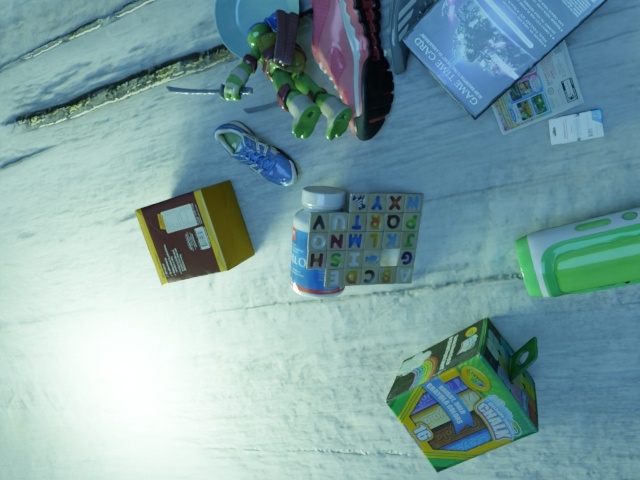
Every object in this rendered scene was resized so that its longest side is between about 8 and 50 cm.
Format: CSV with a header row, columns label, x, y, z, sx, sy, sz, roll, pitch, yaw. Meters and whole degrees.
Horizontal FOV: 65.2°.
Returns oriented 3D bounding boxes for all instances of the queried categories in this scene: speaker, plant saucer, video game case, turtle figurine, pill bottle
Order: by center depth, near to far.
label,x,y,z,sx,sy,sz,roll,pitch,yaw
video game case,0.297,-0.368,0.829,0.196,0.026,0.274,48,118,1
speaker,0.506,0.016,0.871,0.296,0.131,0.131,-16,99,24
video game case,0.366,-0.286,0.884,0.143,0.019,0.157,-20,108,25
turtle figurine,-0.088,-0.271,0.964,0.274,0.198,0.266,-43,64,4
plant saucer,-0.126,-0.469,1.030,0.195,0.037,0.195,6,106,20
pill bottle,0.000,0.000,1.066,0.124,0.124,0.222,9,107,19

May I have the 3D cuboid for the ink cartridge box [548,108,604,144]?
label,x,y,z,sx,sy,sz,roll,pitch,yaw
ink cartridge box,0.450,-0.200,0.884,0.083,0.028,0.048,-7,102,23

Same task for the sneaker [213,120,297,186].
label,x,y,z,sx,sy,sz,roll,pitch,yaw
sneaker,-0.145,-0.183,1.095,0.211,0.081,0.080,34,113,8

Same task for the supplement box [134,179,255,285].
label,x,y,z,sx,sy,sz,roll,pitch,yaw
supplement box,-0.291,-0.017,1.172,0.194,0.129,0.191,-13,100,24

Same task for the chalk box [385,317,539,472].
label,x,y,z,sx,sy,sz,roll,pitch,yaw
chalk box,0.310,0.289,0.995,0.289,0.180,0.179,-36,90,27

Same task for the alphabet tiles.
label,x,y,z,sx,sy,sz,roll,pitch,yaw
alphabet tiles,0.089,0.000,1.018,0.237,0.009,0.198,-1,108,-16

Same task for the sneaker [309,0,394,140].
label,x,y,z,sx,sy,sz,roll,pitch,yaw
sneaker,0.052,-0.350,0.973,0.136,0.116,0.314,1,104,38

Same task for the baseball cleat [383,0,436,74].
label,x,y,z,sx,sy,sz,roll,pitch,yaw
baseball cleat,0.171,-0.412,0.912,0.109,0.072,0.206,1,109,14
